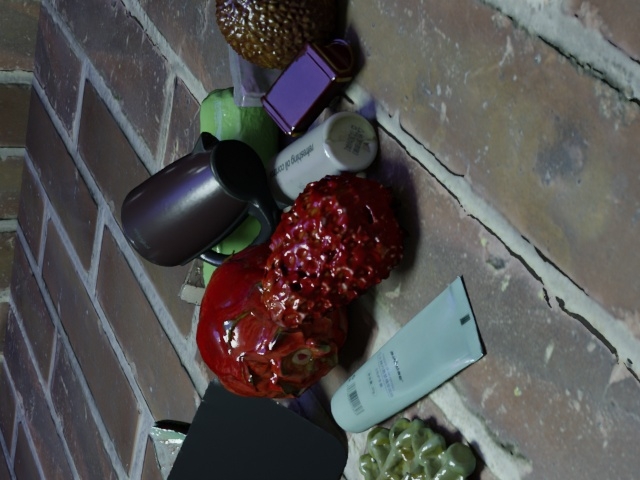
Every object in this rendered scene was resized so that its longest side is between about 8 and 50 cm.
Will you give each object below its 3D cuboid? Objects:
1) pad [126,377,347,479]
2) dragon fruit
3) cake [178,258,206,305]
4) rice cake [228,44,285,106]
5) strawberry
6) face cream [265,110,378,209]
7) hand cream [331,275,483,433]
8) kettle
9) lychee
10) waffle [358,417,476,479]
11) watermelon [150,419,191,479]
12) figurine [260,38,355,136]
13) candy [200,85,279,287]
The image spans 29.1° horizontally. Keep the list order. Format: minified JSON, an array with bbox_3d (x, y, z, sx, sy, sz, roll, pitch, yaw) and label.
[{"bbox_3d":[-0.139,0.367,1.960,0.375,0.315,0.063,-64,-8,30],"label":"pad"},{"bbox_3d":[-0.068,0.116,1.796,0.241,0.240,0.252,123,158,-49],"label":"dragon fruit"},{"bbox_3d":[-0.231,0.067,2.352,0.121,0.065,0.052,-86,14,-49],"label":"cake"},{"bbox_3d":[-0.102,-0.353,1.984,0.050,0.106,0.298,150,116,-62],"label":"rice cake"},{"bbox_3d":[0.000,0.000,1.645,0.190,0.236,0.111,28,159,33],"label":"strawberry"},{"bbox_3d":[-0.022,-0.107,1.850,0.311,0.092,0.092,154,113,-63],"label":"face cream"},{"bbox_3d":[0.109,0.170,1.637,0.321,0.067,0.109,-48,48,48],"label":"hand cream"},{"bbox_3d":[-0.174,-0.046,1.894,0.232,0.144,0.202,-30,94,43],"label":"kettle"},{"bbox_3d":[-0.067,-0.348,1.841,0.194,0.194,0.195,4,94,64],"label":"lychee"},{"bbox_3d":[0.127,0.388,1.598,0.292,0.056,0.309,-175,86,-64],"label":"waffle"},{"bbox_3d":[-0.179,0.424,2.064,0.224,0.180,0.305,8,115,63],"label":"watermelon"},{"bbox_3d":[0.000,-0.226,1.807,0.154,0.098,0.082,-48,63,20],"label":"figurine"},{"bbox_3d":[-0.142,-0.084,2.047,0.142,0.132,0.344,6,97,47],"label":"candy"}]
